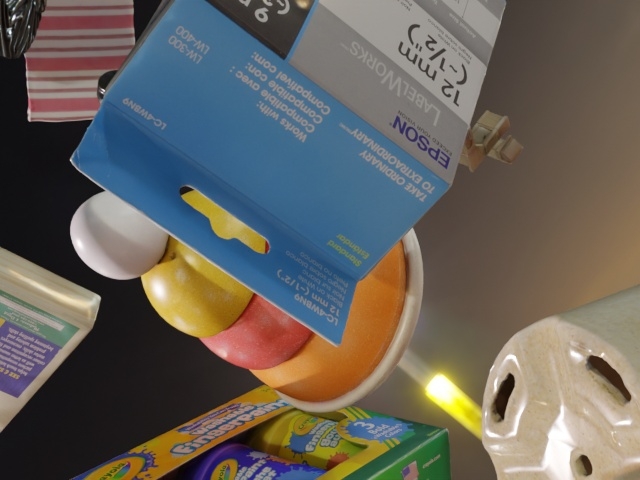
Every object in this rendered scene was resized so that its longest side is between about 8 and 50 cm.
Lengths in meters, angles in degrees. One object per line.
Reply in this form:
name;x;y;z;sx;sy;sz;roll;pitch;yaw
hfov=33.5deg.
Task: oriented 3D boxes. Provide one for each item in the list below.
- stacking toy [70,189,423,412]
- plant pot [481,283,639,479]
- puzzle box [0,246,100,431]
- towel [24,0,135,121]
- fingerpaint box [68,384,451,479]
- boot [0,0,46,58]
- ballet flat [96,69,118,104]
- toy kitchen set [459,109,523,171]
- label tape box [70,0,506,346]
stacking toy;-0.123;0.038;1.473;0.480;0.350;0.350;18;-67;-41
plant pot;0.312;0.150;0.842;0.305;0.334;0.334;-8;-39;-28
puzzle box;-0.481;0.062;1.160;0.272;0.409;0.052;-44;27;35
towel;-0.314;-0.255;1.387;0.144;0.197;0.029;-4;6;-18
fingerpaint box;-0.088;0.373;1.507;0.445;0.371;0.163;-20;-70;-46
boot;-0.415;-0.268;1.064;0.348;0.260;0.131;-107;19;-67
ballet flat;-0.160;-0.136;1.119;0.057;0.173;0.049;-56;-25;-23
toy kitchen set;0.205;-0.134;1.309;0.083;0.068;0.075;-50;-37;-18
label tape box;-0.005;-0.131;0.833;0.115;0.249;0.347;-36;26;45
